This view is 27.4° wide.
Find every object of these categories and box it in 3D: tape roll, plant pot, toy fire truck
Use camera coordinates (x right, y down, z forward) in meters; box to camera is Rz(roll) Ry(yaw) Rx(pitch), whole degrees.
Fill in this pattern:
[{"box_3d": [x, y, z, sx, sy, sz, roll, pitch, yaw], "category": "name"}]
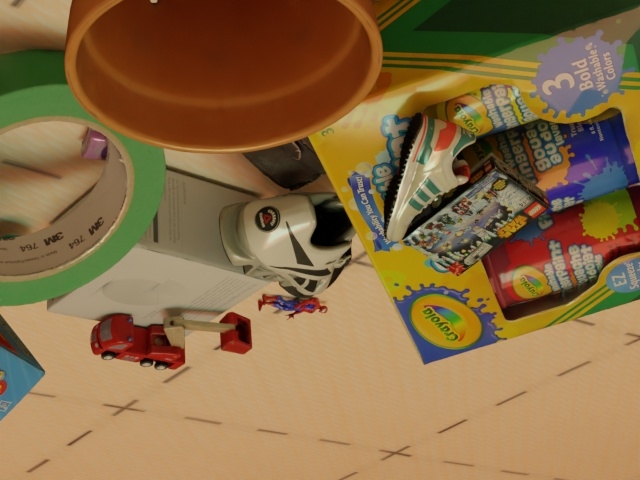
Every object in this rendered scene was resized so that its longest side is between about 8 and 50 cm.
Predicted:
[{"box_3d": [-0.341, -0.066, 1.527, 0.321, 0.077, 0.321, -19, 137, -19], "category": "tape roll"}, {"box_3d": [-0.097, -0.243, 1.245, 0.290, 0.204, 0.291, -5, 153, -3], "category": "plant pot"}, {"box_3d": [-0.206, 0.134, 1.822, 0.192, 0.047, 0.135, 16, 146, -35], "category": "toy fire truck"}]

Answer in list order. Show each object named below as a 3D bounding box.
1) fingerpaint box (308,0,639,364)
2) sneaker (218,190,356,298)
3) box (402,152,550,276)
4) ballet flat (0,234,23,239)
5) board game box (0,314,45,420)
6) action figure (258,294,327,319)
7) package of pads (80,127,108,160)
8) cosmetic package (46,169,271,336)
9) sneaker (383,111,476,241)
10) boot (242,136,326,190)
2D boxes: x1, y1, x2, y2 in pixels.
[{"box_3d": [0.216, -0.088, 1.494, 0.371, 0.163, 0.445, -17, 135, 10], "category": "fingerpaint box"}, {"box_3d": [0.000, 0.000, 1.760, 0.146, 0.123, 0.330, -17, 170, 18], "category": "sneaker"}, {"box_3d": [0.165, -0.026, 1.412, 0.094, 0.027, 0.137, 30, 124, -33], "category": "box"}, {"box_3d": [-0.489, 0.066, 1.864, 0.083, 0.087, 0.247, 18, 151, -38], "category": "ballet flat"}, {"box_3d": [-0.522, 0.052, 1.608, 0.086, 0.308, 0.302, -47, 140, -2], "category": "board game box"}, {"box_3d": [-0.042, 0.108, 2.126, 0.115, 0.030, 0.038, 3, 146, -22], "category": "action figure"}, {"box_3d": [-0.253, -0.121, 1.635, 0.083, 0.032, 0.050, 6, 151, -22], "category": "package of pads"}, {"box_3d": [-0.222, 0.018, 1.795, 0.224, 0.138, 0.224, 18, 145, -36], "category": "cosmetic package"}, {"box_3d": [0.113, -0.057, 1.355, 0.075, 0.057, 0.161, 11, 129, -6], "category": "sneaker"}, {"box_3d": [0.040, -0.119, 1.650, 0.229, 0.091, 0.263, -26, 136, 34], "category": "boot"}]
